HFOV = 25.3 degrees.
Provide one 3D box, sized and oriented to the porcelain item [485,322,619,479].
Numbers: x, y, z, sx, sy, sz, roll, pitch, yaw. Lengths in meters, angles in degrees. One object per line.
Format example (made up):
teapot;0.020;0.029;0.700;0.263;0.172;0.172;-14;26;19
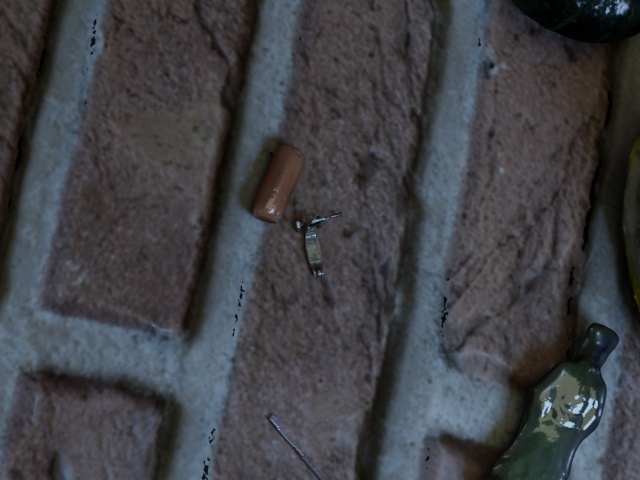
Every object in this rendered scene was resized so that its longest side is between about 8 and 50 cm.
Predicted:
porcelain item;0.237;0.177;1.432;0.081;0.069;0.215;26;75;6

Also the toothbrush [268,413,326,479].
toothbrush;-0.018;0.209;1.402;0.008;0.006;0.097;-40;90;-20

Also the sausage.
sausage;-0.042;-0.057;1.435;0.034;0.034;0.083;25;74;-7

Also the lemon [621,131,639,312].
lemon;0.496;-0.013;1.393;0.364;0.364;0.364;2;79;-12

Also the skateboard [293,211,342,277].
skateboard;0.000;0.000;1.407;0.032;0.083;0.064;-10;82;-15

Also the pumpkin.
pumpkin;0.288;-0.309;1.496;0.212;0.152;0.211;1;84;-10
